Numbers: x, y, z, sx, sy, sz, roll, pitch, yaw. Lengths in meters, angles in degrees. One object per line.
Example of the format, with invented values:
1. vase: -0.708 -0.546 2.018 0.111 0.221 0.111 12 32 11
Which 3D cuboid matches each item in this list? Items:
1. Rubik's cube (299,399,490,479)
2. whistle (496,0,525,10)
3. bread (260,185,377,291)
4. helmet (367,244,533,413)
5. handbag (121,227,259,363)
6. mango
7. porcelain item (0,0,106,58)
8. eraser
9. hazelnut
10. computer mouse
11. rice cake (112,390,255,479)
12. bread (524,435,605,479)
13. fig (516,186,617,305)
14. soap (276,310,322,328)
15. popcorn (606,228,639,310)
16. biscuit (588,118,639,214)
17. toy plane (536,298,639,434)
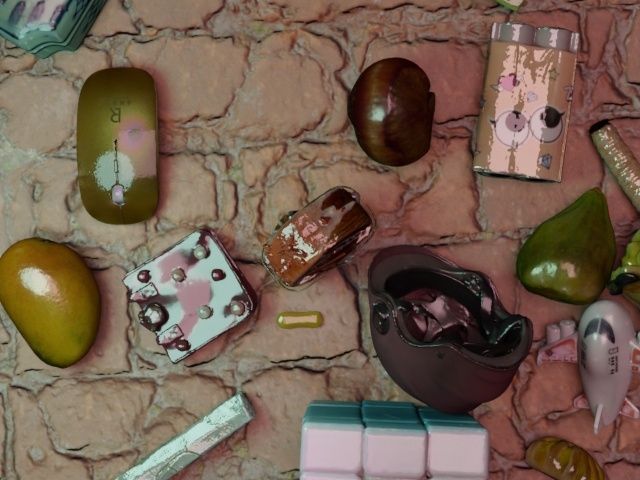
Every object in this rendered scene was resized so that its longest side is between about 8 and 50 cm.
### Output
1. Rubik's cube: 0.120 0.461 1.606 0.316 0.322 0.318 2 87 3
2. whistle: 0.298 -0.522 1.750 0.227 0.085 0.105 38 98 2
3. bread: 0.000 0.000 1.679 0.224 0.212 0.142 -39 83 -1
4. helmet: 0.214 0.176 1.657 0.338 0.271 0.197 40 129 37
5. handbag: -0.253 0.104 1.749 0.216 0.074 0.203 -32 87 0
6. mango: -0.508 0.110 1.726 0.176 0.139 0.254 -30 95 12
7. porcelain item: -0.559 -0.520 1.738 0.286 0.157 0.281 33 90 3
8. eraser: 0.390 -0.262 1.738 0.171 0.087 0.290 8 89 0
9. hazelnut: 0.130 -0.238 1.711 0.178 0.178 0.203 -16 118 1
10. computer mouse: -0.390 -0.185 1.765 0.158 0.072 0.310 -1 89 3
11. rice cake: -0.273 0.409 1.746 0.336 0.063 0.066 -36 79 1
12. bread: 0.467 0.427 1.713 0.157 0.094 0.083 27 93 10
13. fig: 0.474 0.027 1.707 0.167 0.167 0.233 44 53 2
14. soap: -0.041 0.155 1.771 0.089 0.012 0.034 -3 88 2
15. popcorn: 0.674 0.062 1.646 0.293 0.293 0.237 17 48 2
16. biscuit: 0.591 -0.135 1.742 0.055 0.061 0.219 -33 89 -18
17. toy plane: 0.529 0.230 1.686 0.252 0.118 0.252 11 111 30
